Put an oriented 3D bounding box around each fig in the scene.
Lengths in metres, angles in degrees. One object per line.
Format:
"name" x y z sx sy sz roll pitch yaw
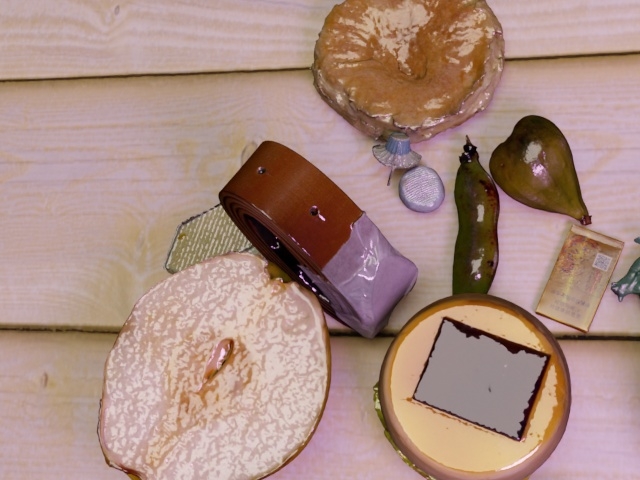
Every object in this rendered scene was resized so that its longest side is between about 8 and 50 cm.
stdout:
"fig" 0.357 -0.109 1.585 0.185 0.126 0.133 37 70 26

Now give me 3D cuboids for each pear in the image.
"pear" -0.146 0.224 1.558 0.340 0.191 0.386 36 83 18

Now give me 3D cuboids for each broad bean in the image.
"broad bean" 0.248 -0.009 1.608 0.077 0.061 0.339 -6 69 28

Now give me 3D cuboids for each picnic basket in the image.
"picnic basket" 0.125 -0.138 1.664 0.083 0.083 0.065 10 31 5

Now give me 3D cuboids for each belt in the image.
"belt" 0.000 0.000 1.541 0.122 0.338 0.217 -50 25 -16

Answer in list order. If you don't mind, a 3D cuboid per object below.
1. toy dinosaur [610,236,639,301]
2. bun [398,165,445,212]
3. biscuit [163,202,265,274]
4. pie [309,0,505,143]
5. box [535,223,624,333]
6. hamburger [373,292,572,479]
"toy dinosaur" 0.569 0.008 1.518 0.292 0.079 0.120 -36 73 3
"bun" 0.166 -0.082 1.663 0.083 0.045 0.083 -3 74 12
"biscuit" -0.131 0.019 1.702 0.250 0.046 0.147 13 77 17
"pie" 0.149 -0.319 1.728 0.339 0.083 0.339 -5 68 13
"box" 0.402 0.058 1.569 0.089 0.022 0.156 20 77 18
"hamburger" 0.219 0.222 1.473 0.300 0.176 0.300 -2 76 10
